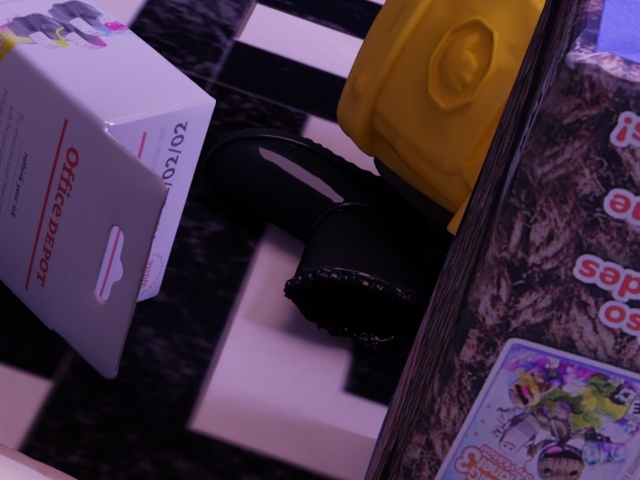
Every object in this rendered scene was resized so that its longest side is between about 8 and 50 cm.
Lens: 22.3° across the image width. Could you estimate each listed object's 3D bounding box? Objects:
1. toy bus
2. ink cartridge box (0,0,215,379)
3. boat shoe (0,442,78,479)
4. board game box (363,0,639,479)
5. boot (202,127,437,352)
[{"bbox_3d":[0.147,-0.031,0.708,0.220,0.149,0.211,23,18,-30],"label":"toy bus"},{"bbox_3d":[-0.110,-0.039,0.680,0.061,0.104,0.181,-18,49,-43],"label":"ink cartridge box"},{"bbox_3d":[-0.068,0.138,0.359,0.342,0.123,0.123,25,46,-2],"label":"boat shoe"},{"bbox_3d":[0.102,0.045,0.494,0.141,0.291,0.232,20,32,3],"label":"board game box"},{"bbox_3d":[-0.001,0.000,0.737,0.121,0.045,0.099,20,32,-7],"label":"boot"}]
